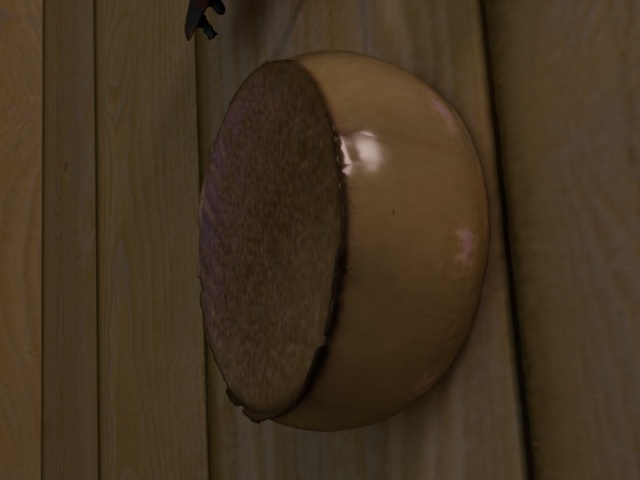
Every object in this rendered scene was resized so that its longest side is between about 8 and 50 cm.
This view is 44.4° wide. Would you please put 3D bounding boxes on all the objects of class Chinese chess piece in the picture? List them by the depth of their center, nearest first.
[{"bbox_3d":[0.000,0.000,0.568,0.270,0.112,0.270,-10,78,60],"label":"Chinese chess piece"}]

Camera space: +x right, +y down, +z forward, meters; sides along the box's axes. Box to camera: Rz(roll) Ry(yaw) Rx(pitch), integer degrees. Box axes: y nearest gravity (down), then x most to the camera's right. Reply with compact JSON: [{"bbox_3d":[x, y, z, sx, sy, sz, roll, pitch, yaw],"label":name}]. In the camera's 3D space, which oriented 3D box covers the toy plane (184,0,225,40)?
[{"bbox_3d":[-0.078,-0.275,0.738,0.326,0.104,0.223,46,128,47],"label":"toy plane"}]
